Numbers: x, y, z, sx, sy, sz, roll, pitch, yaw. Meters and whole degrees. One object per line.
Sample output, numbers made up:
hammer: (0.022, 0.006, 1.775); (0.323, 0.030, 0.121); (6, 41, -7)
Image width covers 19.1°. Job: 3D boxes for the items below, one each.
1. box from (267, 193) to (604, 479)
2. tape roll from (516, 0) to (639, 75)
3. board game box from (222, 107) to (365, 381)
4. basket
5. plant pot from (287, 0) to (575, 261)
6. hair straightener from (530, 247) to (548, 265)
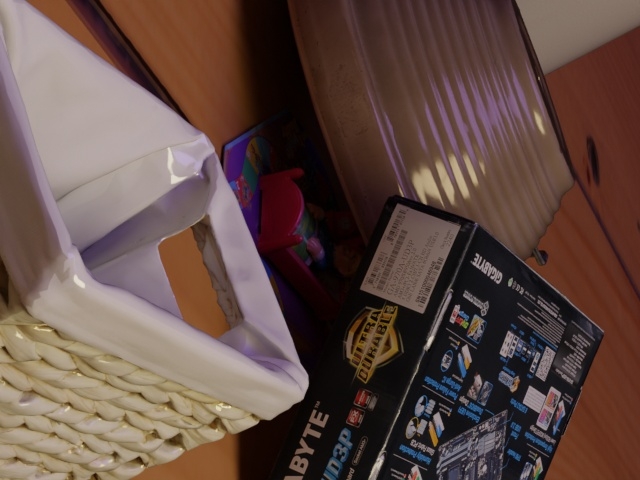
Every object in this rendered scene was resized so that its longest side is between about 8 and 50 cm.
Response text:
box: (0.061, 0.092, 0.946); (0.220, 0.051, 0.175); (33, 78, -61)
tape roll: (0.141, -0.241, 1.252); (0.246, 0.169, 0.246); (54, 19, -28)
board game box: (0.000, 0.000, 0.986); (0.169, 0.033, 0.133); (-41, 116, -68)
basket: (-0.093, 0.009, 0.601); (0.167, 0.103, 0.113); (36, 28, -62)
plant pot: (0.071, -0.070, 1.052); (0.237, 0.110, 0.237); (-20, 90, -80)
hair straightener: (0.114, -0.047, 1.321); (0.230, 0.047, 0.089); (60, 26, -48)
